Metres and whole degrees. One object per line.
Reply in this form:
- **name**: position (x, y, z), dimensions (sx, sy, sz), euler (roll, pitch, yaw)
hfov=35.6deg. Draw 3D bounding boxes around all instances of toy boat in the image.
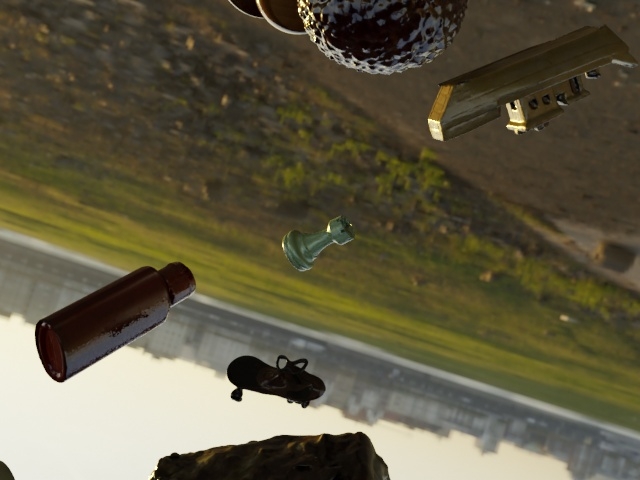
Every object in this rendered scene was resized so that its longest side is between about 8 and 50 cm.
- **toy boat**: position (0.196, -0.138, 0.915), dimensions (0.206, 0.072, 0.064), euler (-21, -164, -11)

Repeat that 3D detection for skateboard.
- **skateboard**: position (-0.067, 0.198, 1.460), dimensions (0.151, 0.067, 0.080), euler (5, 139, 23)

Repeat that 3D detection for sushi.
- **sushi**: position (-0.047, 0.366, 1.122), dimensions (0.294, 0.281, 0.299), euler (-11, -175, 10)

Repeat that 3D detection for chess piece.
- **chess piece**: position (0.000, 0.000, 1.547), dimensions (0.103, 0.067, 0.067), euler (-25, 155, 22)

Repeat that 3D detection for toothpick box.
- **toothpick box**: position (-0.069, -0.471, 1.775), dimensions (0.192, 0.192, 0.294), euler (21, -164, -29)

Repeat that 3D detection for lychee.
- **lychee**: position (0.095, -0.359, 1.457), dimensions (0.261, 0.260, 0.260), euler (17, 174, 2)

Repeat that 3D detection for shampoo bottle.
- **shampoo bottle**: position (-0.294, 0.107, 1.465), dimensions (0.064, 0.102, 0.260), euler (15, -148, 36)

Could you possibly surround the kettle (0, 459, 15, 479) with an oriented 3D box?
- **kettle**: position (-0.583, 0.424, 1.318), dimensions (0.318, 0.205, 0.265), euler (1, 146, -39)
